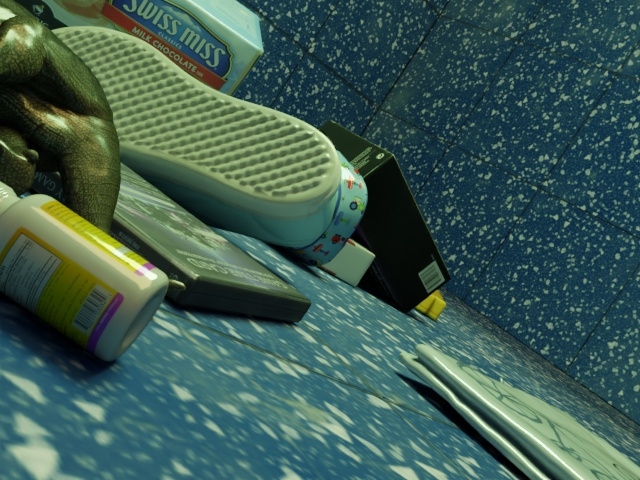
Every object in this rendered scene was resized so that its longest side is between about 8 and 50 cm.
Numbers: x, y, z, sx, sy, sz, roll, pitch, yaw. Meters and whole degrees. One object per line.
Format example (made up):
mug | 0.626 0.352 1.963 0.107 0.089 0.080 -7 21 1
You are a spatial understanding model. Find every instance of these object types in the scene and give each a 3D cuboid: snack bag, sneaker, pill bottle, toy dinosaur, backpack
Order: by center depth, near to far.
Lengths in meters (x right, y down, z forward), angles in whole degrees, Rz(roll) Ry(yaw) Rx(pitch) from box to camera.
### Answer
pill bottle | -0.107 0.010 0.335 0.083 0.043 0.043 34 4 3
toy dinosaur | -0.184 -0.094 0.456 0.314 0.121 0.160 29 16 2
snack bag | 0.263 0.224 0.742 0.343 0.037 0.323 28 7 -47
sneaker | -0.152 -0.087 0.837 0.366 0.135 0.150 29 -28 15
backpack | -0.030 -0.058 1.054 0.117 0.158 0.173 18 26 -44

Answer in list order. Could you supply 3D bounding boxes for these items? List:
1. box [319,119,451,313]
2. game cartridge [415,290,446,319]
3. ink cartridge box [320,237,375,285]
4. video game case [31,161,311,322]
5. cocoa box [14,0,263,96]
box | 0.075 -0.036 1.277 0.184 0.103 0.261 42 -14 53
game cartridge | 0.104 0.043 1.611 0.285 0.052 0.323 33 6 0
ink cartridge box | 0.000 0.000 1.199 0.099 0.056 0.135 30 5 -39
video game case | -0.149 -0.029 0.617 0.274 0.026 0.196 36 4 21
cocoa box | -0.288 -0.323 1.240 0.347 0.228 0.231 32 20 -21
